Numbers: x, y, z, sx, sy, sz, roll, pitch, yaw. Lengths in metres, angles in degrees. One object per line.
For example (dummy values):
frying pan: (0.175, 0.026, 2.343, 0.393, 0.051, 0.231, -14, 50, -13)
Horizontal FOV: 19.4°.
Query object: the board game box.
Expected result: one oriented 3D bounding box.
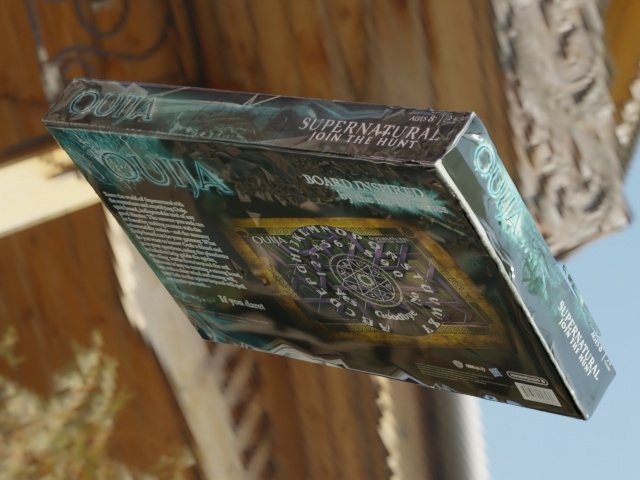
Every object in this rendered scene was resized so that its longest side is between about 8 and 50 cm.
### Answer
board game box: (0.000, 0.000, 0.652, 0.186, 0.026, 0.126, 9, -37, 41)
